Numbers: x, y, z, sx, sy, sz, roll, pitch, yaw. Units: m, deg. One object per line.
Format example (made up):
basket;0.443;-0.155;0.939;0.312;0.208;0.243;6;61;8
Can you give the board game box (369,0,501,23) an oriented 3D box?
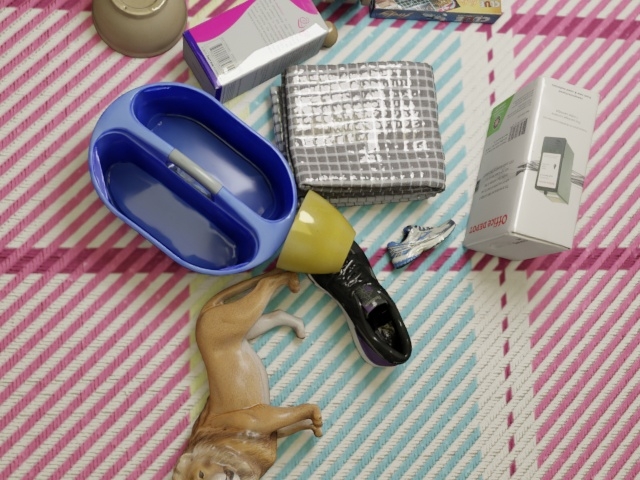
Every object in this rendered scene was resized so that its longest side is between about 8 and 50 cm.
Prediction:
board game box;0.208;-0.489;1.474;0.243;0.042;0.165;0;82;-11

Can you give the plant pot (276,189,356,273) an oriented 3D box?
plant pot;0.000;0.000;1.261;0.095;0.134;0.134;23;78;2

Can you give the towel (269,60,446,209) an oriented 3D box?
towel;0.065;-0.182;1.362;0.283;0.121;0.235;-4;82;-12

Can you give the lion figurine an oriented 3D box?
lion figurine;-0.130;0.221;1.280;0.240;0.142;0.392;-8;70;-4

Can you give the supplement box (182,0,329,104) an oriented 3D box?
supplement box;-0.111;-0.333;1.355;0.220;0.114;0.111;-30;88;-12

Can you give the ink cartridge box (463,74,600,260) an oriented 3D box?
ink cartridge box;0.356;-0.113;1.370;0.114;0.198;0.273;15;80;-10

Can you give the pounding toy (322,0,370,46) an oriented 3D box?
pounding toy;0.017;-0.478;1.360;0.154;0.154;0.270;5;91;-1

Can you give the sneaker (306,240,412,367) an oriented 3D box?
sneaker;0.067;0.078;1.326;0.107;0.124;0.283;-34;89;-14

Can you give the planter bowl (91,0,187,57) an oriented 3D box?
planter bowl;-0.300;-0.398;1.329;0.162;0.109;0.162;1;82;-11

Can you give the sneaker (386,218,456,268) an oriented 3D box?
sneaker;0.175;-0.007;1.397;0.135;0.052;0.058;-31;85;-14

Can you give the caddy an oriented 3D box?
caddy;-0.201;-0.092;1.271;0.341;0.179;0.241;37;76;-4
